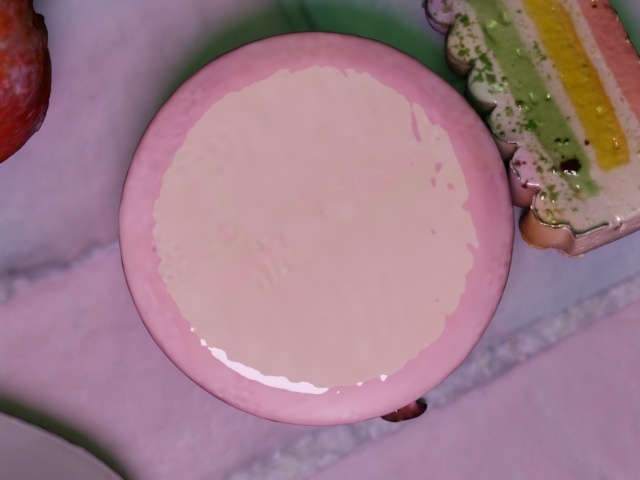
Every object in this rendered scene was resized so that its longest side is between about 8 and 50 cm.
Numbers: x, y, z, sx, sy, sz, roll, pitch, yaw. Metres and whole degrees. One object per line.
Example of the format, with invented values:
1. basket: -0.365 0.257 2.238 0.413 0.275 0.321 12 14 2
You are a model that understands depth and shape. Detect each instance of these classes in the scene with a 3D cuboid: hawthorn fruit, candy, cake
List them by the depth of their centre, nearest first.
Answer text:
1. hawthorn fruit: -0.246 -0.112 1.179 0.173 0.173 0.173 0 87 -4
2. candy: 0.000 0.000 1.223 0.255 0.094 0.255 0 87 -4
3. cake: 0.147 -0.095 1.266 0.109 0.090 0.225 -23 71 -2

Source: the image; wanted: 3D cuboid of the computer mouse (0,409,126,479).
1. computer mouse: -0.269 0.179 1.201 0.331 0.095 0.197 16 91 -3
